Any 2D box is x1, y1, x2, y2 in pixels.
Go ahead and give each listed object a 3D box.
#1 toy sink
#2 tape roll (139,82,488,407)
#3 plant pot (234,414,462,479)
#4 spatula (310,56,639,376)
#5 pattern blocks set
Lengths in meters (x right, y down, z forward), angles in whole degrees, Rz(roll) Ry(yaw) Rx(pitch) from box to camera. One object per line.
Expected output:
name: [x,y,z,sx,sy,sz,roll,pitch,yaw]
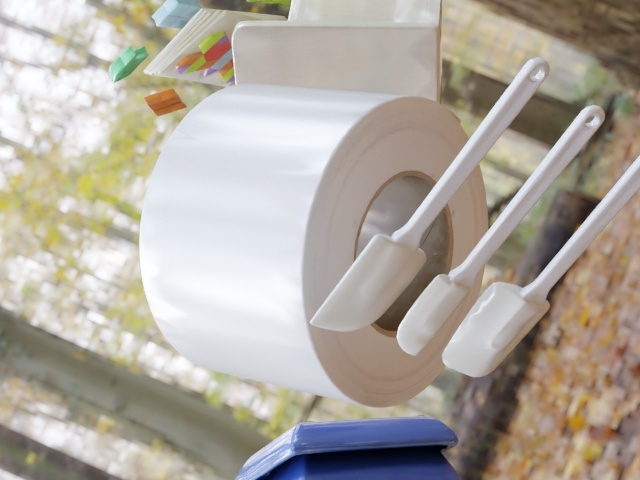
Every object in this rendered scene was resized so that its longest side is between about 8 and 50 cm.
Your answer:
toy sink: [0.025,-0.215,1.802,0.131,0.234,0.152,-82,-10,-53]
tape roll: [0.000,0.000,1.231,0.246,0.169,0.246,-14,-72,-49]
plant pot: [0.037,0.317,1.709,0.236,0.236,0.212,135,129,-60]
spatula: [0.124,-0.007,1.047,0.242,0.168,0.019,-53,32,24]
pattern blocks set: [-0.129,-0.255,2.061,0.325,0.026,0.285,-10,-26,-44]
